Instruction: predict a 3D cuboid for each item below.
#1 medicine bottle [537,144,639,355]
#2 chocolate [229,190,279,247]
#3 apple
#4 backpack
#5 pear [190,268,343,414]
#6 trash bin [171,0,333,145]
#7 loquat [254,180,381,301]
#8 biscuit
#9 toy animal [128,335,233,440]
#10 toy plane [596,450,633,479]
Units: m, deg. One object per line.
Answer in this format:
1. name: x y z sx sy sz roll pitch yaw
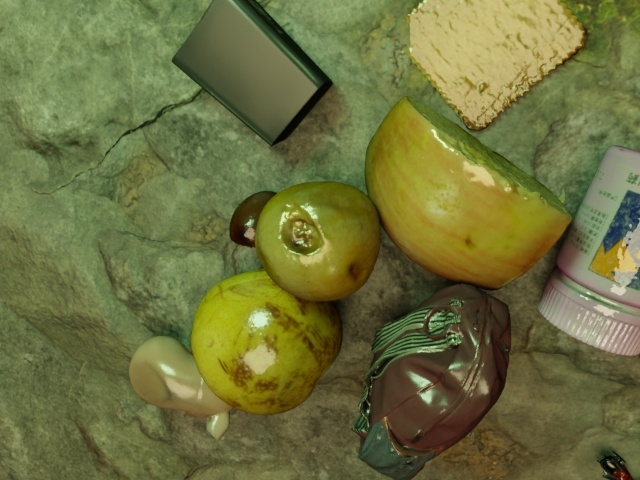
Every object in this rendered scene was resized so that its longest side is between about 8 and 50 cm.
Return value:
1. medicine bottle: 0.478 0.014 0.801 0.178 0.178 0.290 20 108 9
2. chocolate: -0.108 -0.026 0.969 0.124 0.133 0.127 -7 106 13
3. apple: 0.214 -0.083 0.846 0.309 0.314 0.252 30 68 -1
4. backpack: 0.182 0.213 0.840 0.197 0.283 0.317 25 135 2
5. pear: -0.102 0.181 0.959 0.281 0.281 0.280 4 106 14
6. trash bin: -0.114 -0.299 0.903 0.225 0.115 0.165 44 112 -2
7. loquat: -0.005 0.003 0.852 0.213 0.213 0.212 4 106 14
8. biscuit: 0.272 -0.337 0.843 0.232 0.013 0.237 -40 92 21
9. toy animal: -0.286 0.291 1.096 0.250 0.154 0.166 17 101 7
10. toy plane: 0.572 0.448 0.966 0.145 0.060 0.037 39 112 -15
